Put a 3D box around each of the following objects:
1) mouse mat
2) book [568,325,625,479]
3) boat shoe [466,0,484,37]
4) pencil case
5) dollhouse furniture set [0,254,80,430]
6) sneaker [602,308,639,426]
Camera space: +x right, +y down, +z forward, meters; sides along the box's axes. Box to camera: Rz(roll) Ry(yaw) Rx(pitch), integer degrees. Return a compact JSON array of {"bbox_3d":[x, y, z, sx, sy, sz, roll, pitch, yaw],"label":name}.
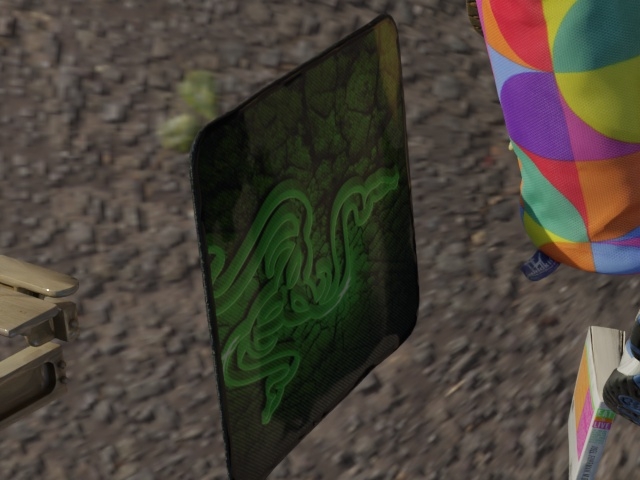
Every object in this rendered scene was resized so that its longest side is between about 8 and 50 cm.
[{"bbox_3d":[0.000,0.000,0.789,0.007,0.190,0.152,5,113,27],"label":"mouse mat"},{"bbox_3d":[0.261,0.167,1.835,0.035,0.096,0.144,8,135,0],"label":"book"},{"bbox_3d":[0.172,-0.253,1.706,0.064,0.060,0.178,18,141,13],"label":"boat shoe"},{"bbox_3d":[0.103,-0.095,0.747,0.104,0.104,0.236,-6,124,14],"label":"pencil case"},{"bbox_3d":[-0.251,0.103,1.655,0.123,0.144,0.151,15,119,36],"label":"dollhouse furniture set"},{"bbox_3d":[0.224,0.064,1.141,0.080,0.211,0.081,28,68,9],"label":"sneaker"}]
